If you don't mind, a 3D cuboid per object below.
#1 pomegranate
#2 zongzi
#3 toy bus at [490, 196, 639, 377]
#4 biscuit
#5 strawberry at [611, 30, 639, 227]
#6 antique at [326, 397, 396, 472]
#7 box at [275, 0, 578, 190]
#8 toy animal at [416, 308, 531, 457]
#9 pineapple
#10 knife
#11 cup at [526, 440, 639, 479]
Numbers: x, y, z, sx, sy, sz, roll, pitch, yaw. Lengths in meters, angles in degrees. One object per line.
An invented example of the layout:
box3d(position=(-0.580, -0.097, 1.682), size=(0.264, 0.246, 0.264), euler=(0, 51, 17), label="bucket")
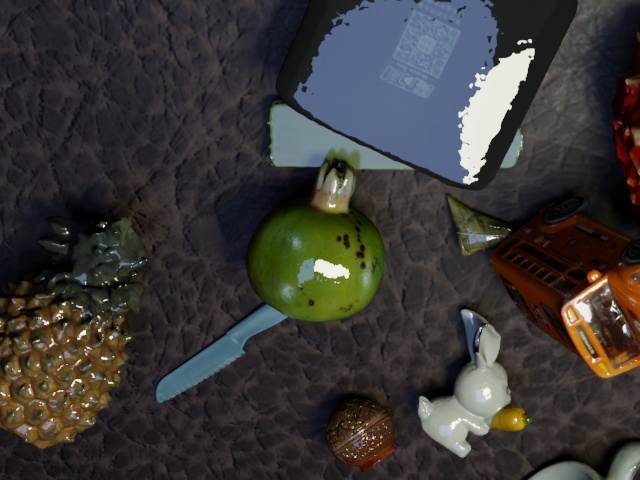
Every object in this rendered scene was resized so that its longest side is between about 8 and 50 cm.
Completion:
box3d(position=(0.000, 0.000, 1.730), size=(0.180, 0.180, 0.209), euler=(13, 112, 3), label="pomegranate")
box3d(position=(0.210, -0.028, 1.760), size=(0.076, 0.040, 0.083), euler=(-13, 96, 8), label="zongzi")
box3d(position=(0.329, 0.061, 1.609), size=(0.153, 0.329, 0.143), euler=(-34, 109, -5), label="toy bus")
box3d(position=(0.093, -0.137, 1.716), size=(0.323, 0.038, 0.099), euler=(0, 113, 8), label="biscuit")
box3d(position=(0.470, -0.074, 1.554), size=(0.292, 0.292, 0.343), euler=(-1, 113, 10), label="strawberry")
box3d(position=(0.055, 0.268, 1.894), size=(0.104, 0.104, 0.104), euler=(4, 117, 7), label="antique")
box3d(position=(0.124, -0.235, 1.619), size=(0.290, 0.073, 0.289), euler=(24, 105, -2), label="box")
box3d(position=(0.209, 0.198, 1.826), size=(0.127, 0.131, 0.181), euler=(27, 110, -29), label="toy animal")
box3d(position=(-0.336, 0.092, 1.823), size=(0.223, 0.223, 0.357), euler=(29, 109, -6), label="pineapple")
box3d(position=(-0.126, 0.148, 1.912), size=(0.313, 0.019, 0.044), euler=(-35, 109, 25), label="knife")
box3d(position=(0.411, 0.430, 1.885), size=(0.257, 0.227, 0.301), euler=(36, 88, -23), label="cup")
